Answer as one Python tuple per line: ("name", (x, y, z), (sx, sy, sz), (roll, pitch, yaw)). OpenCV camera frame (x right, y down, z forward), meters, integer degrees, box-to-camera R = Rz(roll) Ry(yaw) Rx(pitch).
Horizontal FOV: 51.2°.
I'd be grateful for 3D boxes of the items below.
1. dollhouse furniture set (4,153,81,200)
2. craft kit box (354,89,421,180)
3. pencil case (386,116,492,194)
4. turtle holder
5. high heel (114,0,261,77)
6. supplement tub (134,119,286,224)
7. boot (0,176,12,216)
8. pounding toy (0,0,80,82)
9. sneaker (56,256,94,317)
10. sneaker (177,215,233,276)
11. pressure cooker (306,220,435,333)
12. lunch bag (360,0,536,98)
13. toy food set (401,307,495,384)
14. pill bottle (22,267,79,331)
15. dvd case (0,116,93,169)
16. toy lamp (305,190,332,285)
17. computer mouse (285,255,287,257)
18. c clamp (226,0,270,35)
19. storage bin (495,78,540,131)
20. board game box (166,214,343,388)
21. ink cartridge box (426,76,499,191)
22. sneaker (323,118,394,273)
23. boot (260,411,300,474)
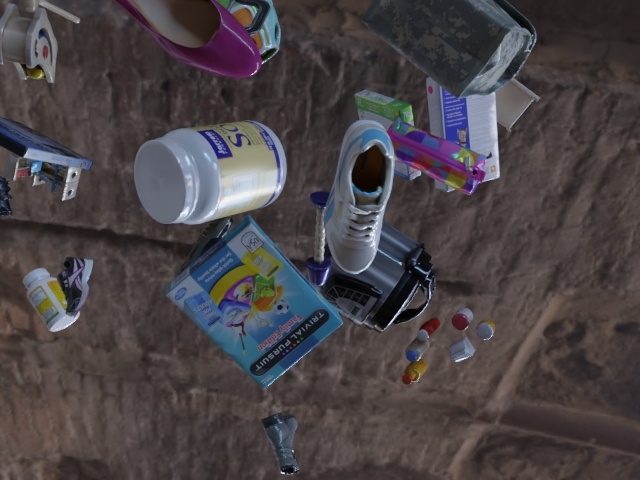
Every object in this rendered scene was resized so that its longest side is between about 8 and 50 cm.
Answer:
("dollhouse furniture set", (-0.864, -0.197, 2.078), (0.184, 0.129, 0.128), (-38, 151, -65))
("craft kit box", (0.217, -0.346, 2.173), (0.250, 0.061, 0.246), (36, -31, 51))
("pencil case", (0.248, -0.184, 1.452), (0.104, 0.236, 0.104), (-60, 167, -23))
("turtle holder", (-0.241, -0.638, 2.033), (0.227, 0.243, 0.320), (54, -10, -3))
("high heel", (-0.256, -0.394, 1.099), (0.127, 0.377, 0.181), (-61, -167, 0))
("supplement tub", (-0.276, -0.174, 1.702), (0.331, 0.241, 0.241), (-19, 126, -47))
("boot", (-0.803, -0.101, 1.605), (0.045, 0.121, 0.099), (-9, -88, 54))
("pounding toy", (-0.636, -0.443, 1.522), (0.269, 0.155, 0.154), (120, -26, -71))
("sneaker", (-0.627, 0.114, 1.679), (0.072, 0.077, 0.178), (-51, -148, 32))
("sneaker", (-0.281, 0.040, 1.827), (0.227, 0.130, 0.087), (-60, -157, -3))
("pressure cooker", (0.204, 0.121, 2.396), (0.375, 0.420, 0.370), (-56, 177, 6))
("lunch bag", (0.252, -0.388, 1.222), (0.169, 0.235, 0.287), (-54, 165, 27))
("toy food set", (0.276, 0.236, 1.520), (0.111, 0.232, 0.104), (61, 26, 3))
("pill bottle", (-0.939, 0.202, 2.317), (0.208, 0.118, 0.117), (51, -16, 12))
("dvd case", (-0.557, -0.190, 1.243), (0.022, 0.180, 0.253), (-63, 175, 4))
("toy lamp", (0.000, 0.000, 1.867), (0.080, 0.080, 0.274), (-88, -177, -61))
("computer mouse", (-0.195, 0.058, 1.982), (0.041, 0.242, 0.071), (12, -89, 49))
("c clamp", (-0.177, -0.481, 1.411), (0.022, 0.137, 0.160), (99, -1, -50))
("storage bin", (0.483, -0.457, 1.953), (0.123, 0.262, 0.260), (-54, -179, 21))
("board game box", (-0.151, 0.149, 1.572), (0.254, 0.336, 0.079), (-41, -161, 4))
("ink cartridge box", (0.364, -0.323, 1.705), (0.069, 0.176, 0.370), (28, -51, 59))
("sneaker", (0.054, -0.051, 0.951), (0.092, 0.088, 0.228), (-99, -168, -66))
("boot", (-0.098, 0.564, 1.829), (0.246, 0.084, 0.161), (60, 9, -71))
